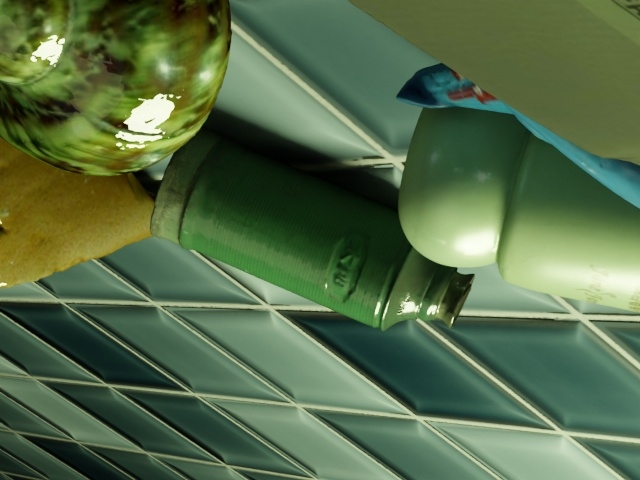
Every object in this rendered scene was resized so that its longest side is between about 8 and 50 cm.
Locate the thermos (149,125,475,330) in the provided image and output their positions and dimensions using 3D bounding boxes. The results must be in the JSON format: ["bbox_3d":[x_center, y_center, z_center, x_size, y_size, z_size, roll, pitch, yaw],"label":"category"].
[{"bbox_3d":[-0.002,0.002,1.099,0.187,0.073,0.083,23,160,11],"label":"thermos"}]

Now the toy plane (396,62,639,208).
[{"bbox_3d":[0.079,-0.090,0.690,0.271,0.105,0.254,30,163,15],"label":"toy plane"}]

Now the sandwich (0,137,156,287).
[{"bbox_3d":[-0.207,-0.037,1.200,0.235,0.128,0.122,42,164,-35],"label":"sandwich"}]

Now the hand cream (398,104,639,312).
[{"bbox_3d":[0.189,-0.001,0.841,0.305,0.093,0.147,15,160,9],"label":"hand cream"}]

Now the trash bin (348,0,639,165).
[{"bbox_3d":[0.116,-0.132,0.343,0.220,0.219,0.250,32,159,-19],"label":"trash bin"}]

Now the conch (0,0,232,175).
[{"bbox_3d":[-0.127,-0.110,0.900,0.187,0.124,0.181,26,160,28],"label":"conch"}]
